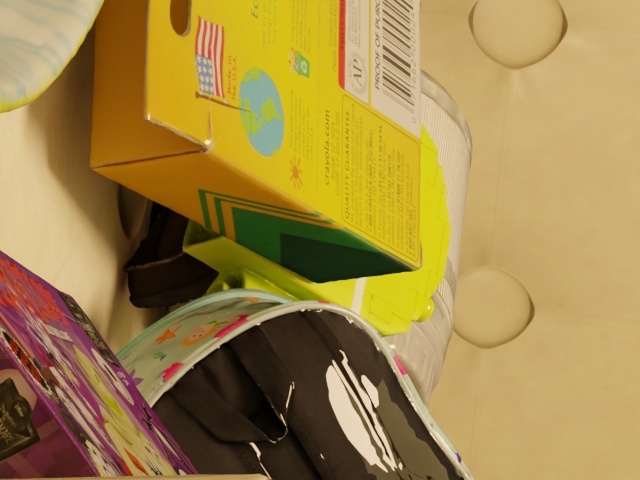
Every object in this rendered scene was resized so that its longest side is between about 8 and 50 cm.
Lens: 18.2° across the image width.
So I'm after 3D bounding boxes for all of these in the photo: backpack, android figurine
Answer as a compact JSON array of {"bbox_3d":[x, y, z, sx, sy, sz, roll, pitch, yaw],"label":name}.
[{"bbox_3d":[-0.035,0.156,1.205,0.191,0.225,0.253,17,-40,59],"label":"backpack"},{"bbox_3d":[-0.006,-0.034,1.346,0.273,0.056,0.248,31,58,-39],"label":"android figurine"}]

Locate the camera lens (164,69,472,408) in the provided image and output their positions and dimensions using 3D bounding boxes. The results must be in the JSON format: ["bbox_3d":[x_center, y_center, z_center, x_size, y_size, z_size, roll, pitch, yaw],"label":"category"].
[{"bbox_3d":[0.000,0.000,1.547,0.219,0.219,0.274,89,8,-54],"label":"camera lens"}]

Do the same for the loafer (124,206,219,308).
[{"bbox_3d":[-0.077,-0.036,1.373,0.078,0.080,0.220,60,40,-25],"label":"loafer"}]

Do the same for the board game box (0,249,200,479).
[{"bbox_3d":[-0.095,0.092,0.830,0.056,0.208,0.347,-41,171,-3],"label":"board game box"}]

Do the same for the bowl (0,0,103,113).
[{"bbox_3d":[-0.116,-0.173,0.345,0.289,0.156,0.289,6,90,-86],"label":"bowl"}]

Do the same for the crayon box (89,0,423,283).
[{"bbox_3d":[-0.042,-0.111,1.172,0.318,0.081,0.202,30,57,-58],"label":"crayon box"}]

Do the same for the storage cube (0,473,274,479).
[{"bbox_3d":[-0.111,0.177,0.557,0.183,0.215,0.193,-38,127,-82],"label":"storage cube"}]

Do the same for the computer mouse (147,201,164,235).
[{"bbox_3d":[-0.093,-0.100,1.403,0.071,0.041,0.242,-69,165,-75],"label":"computer mouse"}]
